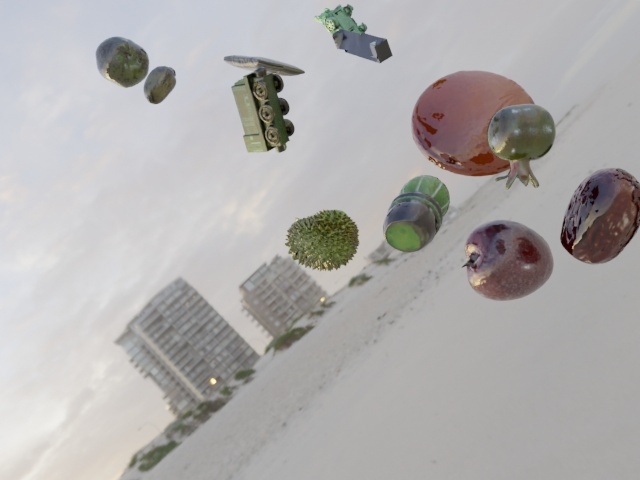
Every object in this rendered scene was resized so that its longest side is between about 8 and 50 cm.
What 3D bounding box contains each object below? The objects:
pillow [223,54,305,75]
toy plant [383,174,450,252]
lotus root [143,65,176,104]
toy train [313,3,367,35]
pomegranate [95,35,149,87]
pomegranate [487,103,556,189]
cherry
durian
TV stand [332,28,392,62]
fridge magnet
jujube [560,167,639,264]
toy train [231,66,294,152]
[{"bbox_3d":[-0.193,-0.597,1.964,0.208,0.212,0.052,0,-77,-43],"label":"pillow"},{"bbox_3d":[0.168,-0.054,0.978,0.162,0.092,0.093,-56,-1,-43],"label":"toy plant"},{"bbox_3d":[-0.533,-0.517,1.894,0.089,0.080,0.179,74,-153,-44],"label":"lotus root"},{"bbox_3d":[0.062,-0.631,1.697,0.099,0.149,0.081,-48,13,-29],"label":"toy train"},{"bbox_3d":[-0.533,-0.490,1.540,0.138,0.163,0.126,7,-47,-33],"label":"pomegranate"},{"bbox_3d":[0.459,-0.213,1.312,0.151,0.191,0.131,-6,3,-4],"label":"pomegranate"},{"bbox_3d":[0.540,0.057,1.649,0.203,0.299,0.231,117,156,-58],"label":"cherry"},{"bbox_3d":[0.002,0.001,1.723,0.236,0.200,0.177,3,60,52],"label":"durian"},{"bbox_3d":[0.105,-0.522,1.528,0.040,0.256,0.049,-33,-55,-8],"label":"TV stand"},{"bbox_3d":[0.442,-0.335,1.654,0.363,0.363,0.155,-44,-24,-15],"label":"fridge magnet"},{"bbox_3d":[0.709,-0.065,1.454,0.183,0.183,0.243,-30,-34,-59],"label":"jujube"},{"bbox_3d":[-0.155,-0.341,1.518,0.090,0.137,0.226,-40,-55,-46],"label":"toy train"}]
